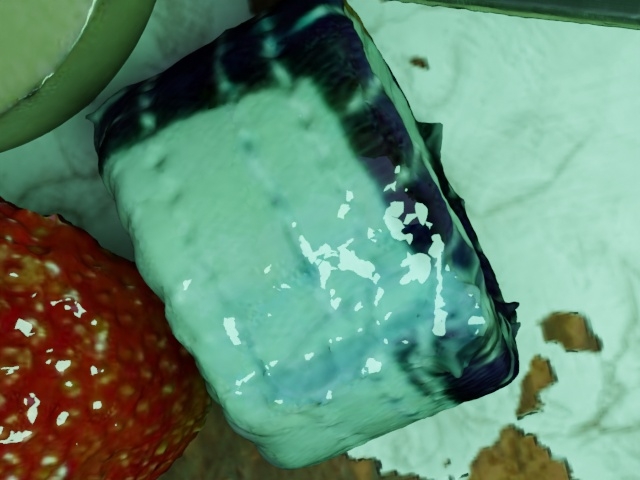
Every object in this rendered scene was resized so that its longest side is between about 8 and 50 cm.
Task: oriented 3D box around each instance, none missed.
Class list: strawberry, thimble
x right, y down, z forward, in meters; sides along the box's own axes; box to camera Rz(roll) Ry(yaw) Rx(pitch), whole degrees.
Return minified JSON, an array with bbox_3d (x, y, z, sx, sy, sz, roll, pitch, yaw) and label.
[{"bbox_3d":[-0.196,0.077,0.832,0.277,0.257,0.257,-4,96,-11],"label":"strawberry"},{"bbox_3d":[0.000,0.000,0.790,0.150,0.237,0.237,-28,91,9],"label":"thimble"}]

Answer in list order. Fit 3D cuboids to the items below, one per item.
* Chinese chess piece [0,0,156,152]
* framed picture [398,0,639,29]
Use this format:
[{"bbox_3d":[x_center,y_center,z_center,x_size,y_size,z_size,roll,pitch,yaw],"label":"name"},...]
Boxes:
[{"bbox_3d":[-0.214,-0.176,0.872,0.273,0.102,0.273,1,97,10],"label":"Chinese chess piece"},{"bbox_3d":[0.009,-0.244,0.745,0.347,0.016,0.265,9,84,16],"label":"framed picture"}]
